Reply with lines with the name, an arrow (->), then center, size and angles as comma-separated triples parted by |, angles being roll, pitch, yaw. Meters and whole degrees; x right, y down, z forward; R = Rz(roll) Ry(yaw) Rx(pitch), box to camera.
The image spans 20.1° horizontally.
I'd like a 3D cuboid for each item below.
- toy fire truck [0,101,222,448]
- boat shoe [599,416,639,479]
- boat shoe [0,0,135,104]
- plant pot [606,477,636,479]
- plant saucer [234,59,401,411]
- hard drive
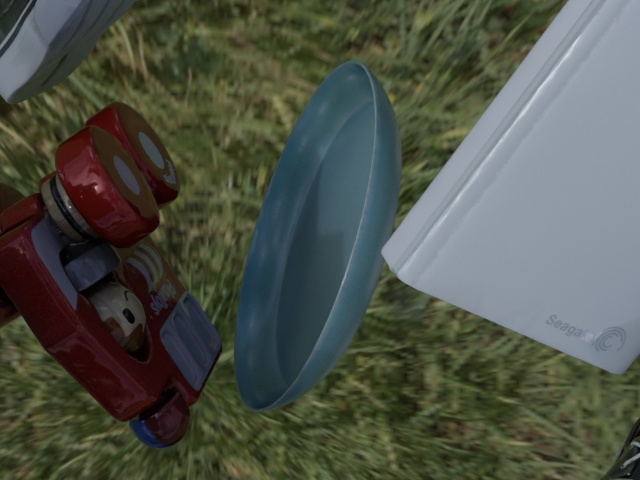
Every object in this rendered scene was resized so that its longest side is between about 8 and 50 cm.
toy fire truck -> -0.175, 0.042, 1.507 | 0.169, 0.302, 0.254 | -33, 99, 11
boat shoe -> 0.271, 0.196, 1.514 | 0.084, 0.233, 0.079 | 9, 108, 25
boat shoe -> -0.222, -0.213, 1.457 | 0.121, 0.335, 0.119 | -36, 92, -33
plant pot -> 0.040, 0.233, 0.559 | 0.212, 0.212, 0.187 | -19, 118, 11
plant saucer -> 0.000, 0.000, 1.581 | 0.043, 0.317, 0.318 | 17, 84, -17
hard drive -> 0.202, -0.070, 1.089 | 0.203, 0.040, 0.307 | 23, 112, -34
